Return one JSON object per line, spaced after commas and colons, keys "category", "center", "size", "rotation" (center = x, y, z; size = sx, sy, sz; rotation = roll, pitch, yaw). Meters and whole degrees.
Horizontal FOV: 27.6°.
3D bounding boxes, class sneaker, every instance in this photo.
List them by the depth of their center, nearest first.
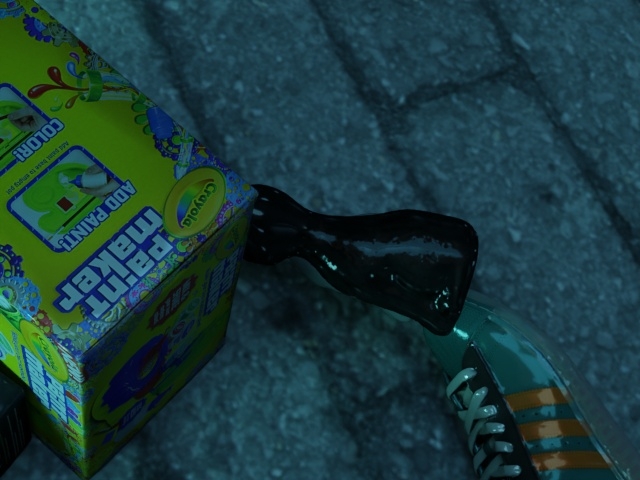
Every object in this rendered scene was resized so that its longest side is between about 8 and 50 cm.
{"category": "sneaker", "center": [0.172, 0.176, 1.075], "size": [0.121, 0.108, 0.302], "rotation": [-33, 75, -27]}

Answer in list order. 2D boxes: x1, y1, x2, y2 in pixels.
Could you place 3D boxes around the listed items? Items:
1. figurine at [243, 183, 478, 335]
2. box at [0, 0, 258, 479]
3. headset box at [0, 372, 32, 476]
{"category": "figurine", "center": [0.000, 0.000, 1.077], "size": [0.209, 0.215, 0.092], "rotation": [18, 88, -9]}
{"category": "box", "center": [-0.217, -0.006, 0.995], "size": [0.279, 0.290, 0.177], "rotation": [40, 65, 11]}
{"category": "headset box", "center": [-0.402, 0.168, 0.968], "size": [0.246, 0.131, 0.283], "rotation": [35, 65, 8]}
